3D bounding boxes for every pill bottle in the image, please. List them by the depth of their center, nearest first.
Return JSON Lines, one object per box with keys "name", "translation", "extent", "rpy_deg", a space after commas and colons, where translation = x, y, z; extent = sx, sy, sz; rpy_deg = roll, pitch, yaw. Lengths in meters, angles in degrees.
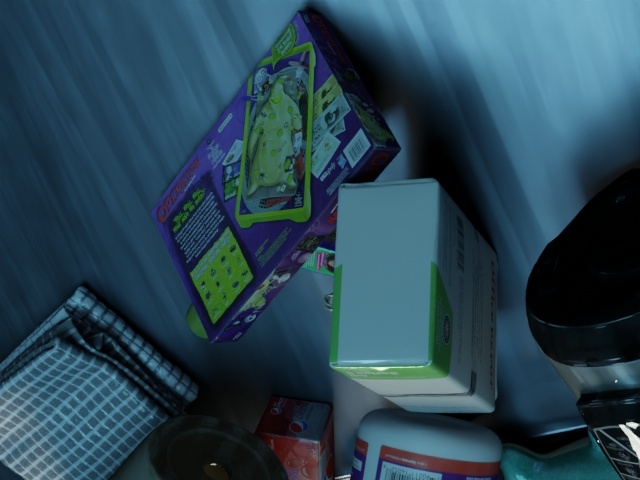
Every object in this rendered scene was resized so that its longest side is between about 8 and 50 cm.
{"name": "pill bottle", "translation": [0.113, 0.379, 1.679], "extent": [0.182, 0.181, 0.322], "rpy_deg": [10, 91, 12]}

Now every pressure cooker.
{"name": "pressure cooker", "translation": [0.462, 0.128, 1.381], "extent": [0.375, 0.370, 0.420], "rpy_deg": [-33, 107, 14]}

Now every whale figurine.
{"name": "whale figurine", "translation": [0.347, 0.316, 1.664], "extent": [0.272, 0.141, 0.216], "rpy_deg": [2, 121, 17]}

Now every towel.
{"name": "towel", "translation": [-0.332, 0.233, 1.846], "extent": [0.235, 0.121, 0.284], "rpy_deg": [43, 123, -11]}

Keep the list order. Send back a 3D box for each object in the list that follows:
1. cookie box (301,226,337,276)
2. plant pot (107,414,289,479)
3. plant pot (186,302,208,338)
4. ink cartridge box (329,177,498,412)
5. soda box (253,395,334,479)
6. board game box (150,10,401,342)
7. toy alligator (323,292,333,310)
{"name": "cookie box", "translation": [0.000, 0.000, 1.616], "extent": [0.107, 0.092, 0.040], "rpy_deg": [13, 120, 10]}
{"name": "plant pot", "translation": [-0.177, 0.386, 1.721], "extent": [0.323, 0.323, 0.280], "rpy_deg": [25, 119, 2]}
{"name": "plant pot", "translation": [-0.132, 0.085, 1.725], "extent": [0.083, 0.083, 0.079], "rpy_deg": [39, 136, -7]}
{"name": "ink cartridge box", "translation": [0.109, 0.070, 1.484], "extent": [0.115, 0.198, 0.273], "rpy_deg": [-3, 162, 20]}
{"name": "soda box", "translation": [-0.032, 0.342, 1.837], "extent": [0.092, 0.083, 0.263], "rpy_deg": [7, 121, 13]}
{"name": "board game box", "translation": [-0.062, -0.066, 1.551], "extent": [0.347, 0.056, 0.208], "rpy_deg": [-49, 59, 34]}
{"name": "toy alligator", "translation": [0.098, 0.098, 1.671], "extent": [0.190, 0.056, 0.051], "rpy_deg": [12, 163, 11]}
